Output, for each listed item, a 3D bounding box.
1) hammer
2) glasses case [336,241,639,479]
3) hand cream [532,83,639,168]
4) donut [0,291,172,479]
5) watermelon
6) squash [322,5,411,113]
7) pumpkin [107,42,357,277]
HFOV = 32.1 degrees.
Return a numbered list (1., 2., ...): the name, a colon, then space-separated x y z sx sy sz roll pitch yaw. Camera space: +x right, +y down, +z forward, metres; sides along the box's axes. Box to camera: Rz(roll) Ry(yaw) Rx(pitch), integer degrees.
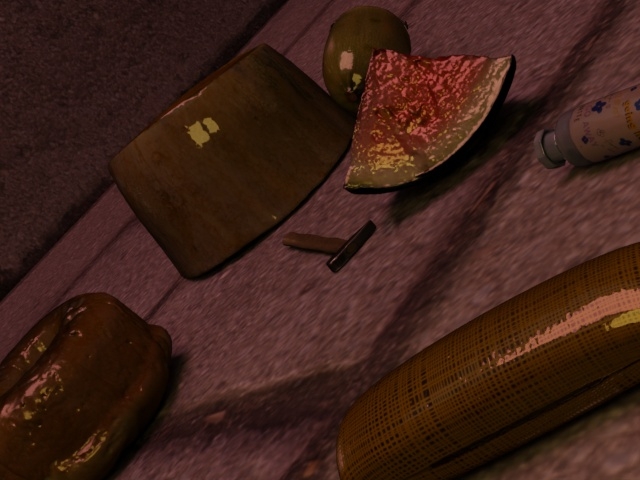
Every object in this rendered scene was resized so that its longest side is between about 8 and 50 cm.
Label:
1. hammer: 0.000 0.000 1.154 0.062 0.013 0.199 -46 16 -12
2. glasses case: 0.103 0.073 0.609 0.234 0.064 0.079 -34 25 27
3. hand cream: 0.225 -0.087 0.781 0.171 0.043 0.065 -19 29 46
4. donut: -0.258 0.158 1.155 0.208 0.128 0.261 -38 17 14
5. watermelon: 0.115 -0.118 1.056 0.145 0.137 0.193 6 39 22
6. squash: 0.054 -0.226 1.439 0.123 0.123 0.186 -36 16 22
7. pumpkin: -0.129 -0.124 1.478 0.332 0.199 0.332 -37 19 15
